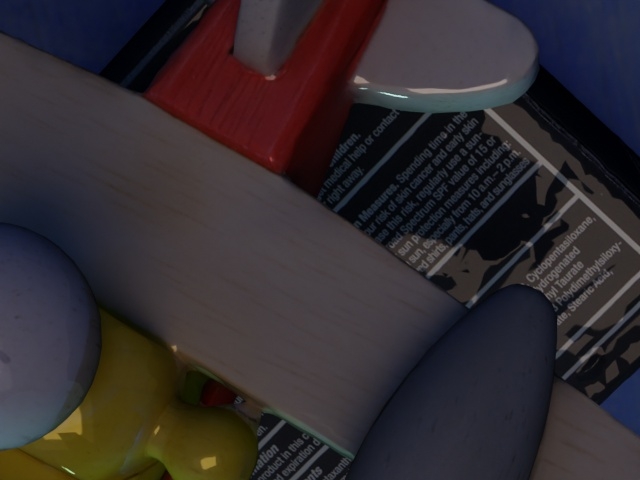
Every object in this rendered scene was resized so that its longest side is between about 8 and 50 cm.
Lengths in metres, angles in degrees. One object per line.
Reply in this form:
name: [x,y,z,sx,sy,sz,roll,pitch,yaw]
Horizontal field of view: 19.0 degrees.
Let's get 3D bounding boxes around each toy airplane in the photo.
toy airplane: [-0.078,0.011,0.796,0.386,0.272,0.384,-16,87,20]

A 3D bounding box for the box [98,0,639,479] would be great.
box: [0.000,0.000,1.030,0.294,0.183,0.296,42,103,-13]
